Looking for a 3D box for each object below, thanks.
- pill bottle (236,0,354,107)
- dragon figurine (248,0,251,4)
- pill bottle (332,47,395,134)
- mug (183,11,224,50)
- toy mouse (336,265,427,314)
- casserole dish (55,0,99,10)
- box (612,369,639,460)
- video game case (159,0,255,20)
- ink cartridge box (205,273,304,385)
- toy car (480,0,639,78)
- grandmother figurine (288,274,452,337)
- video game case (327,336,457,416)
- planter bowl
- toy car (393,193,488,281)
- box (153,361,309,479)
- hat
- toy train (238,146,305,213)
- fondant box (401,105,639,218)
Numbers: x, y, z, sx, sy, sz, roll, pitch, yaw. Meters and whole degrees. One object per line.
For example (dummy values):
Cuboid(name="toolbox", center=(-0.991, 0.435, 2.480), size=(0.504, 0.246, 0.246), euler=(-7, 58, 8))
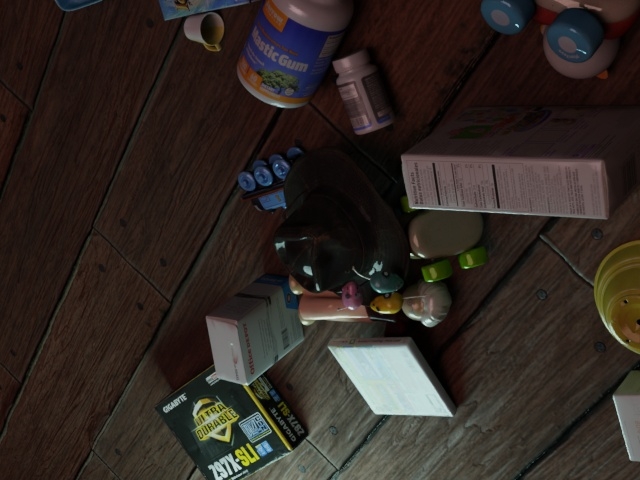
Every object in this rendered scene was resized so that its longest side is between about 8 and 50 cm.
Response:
Cuboid(name="pill bottle", center=(-0.034, -0.376, 1.907), size=(0.152, 0.152, 0.272), euler=(40, 132, 14))
Cuboid(name="dragon figurine", center=(-0.071, -0.520, 1.844), size=(0.289, 0.144, 0.085), euler=(-39, 85, 28))
Cuboid(name="pill bottle", center=(0.074, -0.262, 1.934), size=(0.078, 0.078, 0.137), euler=(-11, 106, 40))
Cuboid(name="mug", center=(-0.227, -0.397, 2.107), size=(0.064, 0.062, 0.078), euler=(13, 114, 41))
Cuboid(name="toy mouse", center=(0.088, 0.092, 1.920), size=(0.161, 0.031, 0.143), euler=(-16, 142, 19))
Cuboid(name="casserole dish", center=(-0.486, -0.535, 2.245), size=(0.188, 0.037, 0.114), euler=(-6, 109, 40))
Cuboid(name="box", center=(0.591, 0.290, 1.822), size=(0.170, 0.091, 0.130), euler=(-6, 109, 39))
Cuboid(name="video game case", center=(-0.224, -0.556, 2.019), size=(0.244, 0.061, 0.270), euler=(-2, 112, 39))
Cuboid(name="ink cartridge box", center=(-0.131, 0.177, 2.237), size=(0.085, 0.203, 0.148), euler=(8, 117, 34))
Cuboid(name="toy car", center=(0.367, -0.324, 1.634), size=(0.210, 0.219, 0.238), euler=(28, 156, 23))
Cuboid(name="grandmother figurine", center=(0.102, 0.118, 2.102), size=(0.342, 0.104, 0.208), euler=(-2, 121, 41))
Cuboid(name="video game case", center=(0.140, 0.267, 2.153), size=(0.193, 0.023, 0.212), euler=(-6, 131, 39))
Cuboid(name="planter bowl", center=(0.528, 0.115, 1.779), size=(0.217, 0.090, 0.217), euler=(18, 123, 30))
Cuboid(name="toy car", center=(0.188, -0.016, 1.970), size=(0.188, 0.148, 0.155), euler=(-8, 100, 68))
Cuboid(name="box", center=(-0.207, 0.408, 2.504), size=(0.257, 0.079, 0.322), euler=(53, 133, -1))
Cuboid(name="hat", center=(0.000, 0.000, 1.962), size=(0.331, 0.134, 0.331), euler=(35, 140, 36))
Cuboid(name="toy train", center=(-0.080, -0.110, 2.134), size=(0.184, 0.080, 0.105), euler=(-16, 109, 41))
Cuboid(name="fondant box", center=(0.326, -0.128, 1.704), size=(0.330, 0.238, 0.096), euler=(6, 118, 35))
